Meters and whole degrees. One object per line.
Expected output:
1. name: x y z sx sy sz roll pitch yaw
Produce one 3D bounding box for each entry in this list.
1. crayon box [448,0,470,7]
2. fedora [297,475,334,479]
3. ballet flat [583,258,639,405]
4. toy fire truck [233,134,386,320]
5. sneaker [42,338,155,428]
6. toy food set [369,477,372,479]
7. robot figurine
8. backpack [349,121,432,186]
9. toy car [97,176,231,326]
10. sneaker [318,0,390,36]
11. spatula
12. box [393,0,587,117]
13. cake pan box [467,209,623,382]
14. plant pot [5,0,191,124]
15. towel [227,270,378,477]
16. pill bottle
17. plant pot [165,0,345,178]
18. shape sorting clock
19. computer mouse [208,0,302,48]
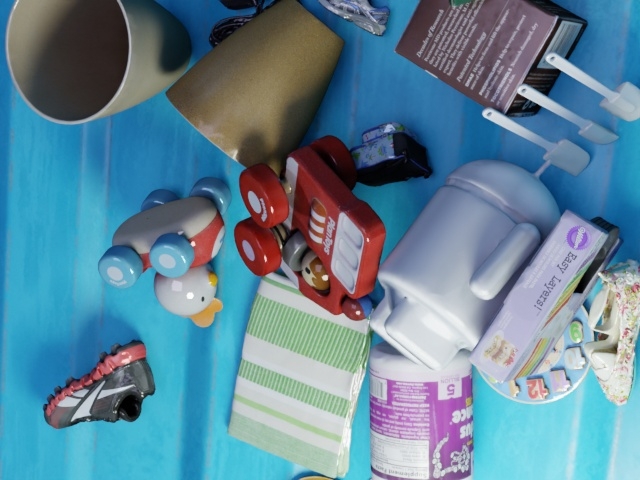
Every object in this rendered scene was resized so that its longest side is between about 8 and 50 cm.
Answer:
1. crayon box: 0.296 -0.480 1.685 0.319 0.081 0.202 -21 66 -2
2. fedora: -0.003 0.512 2.081 0.194 0.079 0.194 4 98 27
3. ballet flat: 0.434 0.138 1.782 0.077 0.091 0.240 -3 112 -14
4. toy fire truck: 0.000 0.000 1.893 0.254 0.169 0.302 51 151 29
5. sneaker: -0.416 0.304 2.257 0.276 0.098 0.135 -36 78 25
6. toy food set: 0.125 0.457 2.041 0.078 0.019 0.122 -45 76 25
7. robot figurine: 0.225 0.023 1.787 0.200 0.300 0.353 40 82 -17
8. backpack: 0.106 -0.137 1.927 0.114 0.105 0.084 -18 66 29
9. toy car: -0.233 0.050 2.104 0.210 0.219 0.238 -13 120 28
10. sneaker: 0.056 -0.386 1.953 0.135 0.052 0.058 29 99 14
11. spatula: 0.359 -0.188 1.726 0.168 0.242 0.019 -42 44 29
12. box: 0.257 -0.305 1.785 0.203 0.168 0.167 35 111 20
13. cake pan box: 0.335 0.078 1.730 0.070 0.246 0.266 35 98 17
14. plant pot: -0.347 -0.329 2.037 0.257 0.274 0.256 4 98 27
15. towel: -0.032 0.232 2.085 0.248 0.038 0.324 18 107 26
16. pill bottle: 0.164 0.318 1.918 0.169 0.169 0.301 2 98 27
17. plant pot: -0.085 -0.267 1.958 0.237 0.237 0.254 42 98 17
18. shape sorting clock: 0.331 0.157 1.881 0.206 0.040 0.206 4 99 27
19. computer mouse: -0.150 -0.475 2.037 0.189 0.072 0.272 -20 99 26
